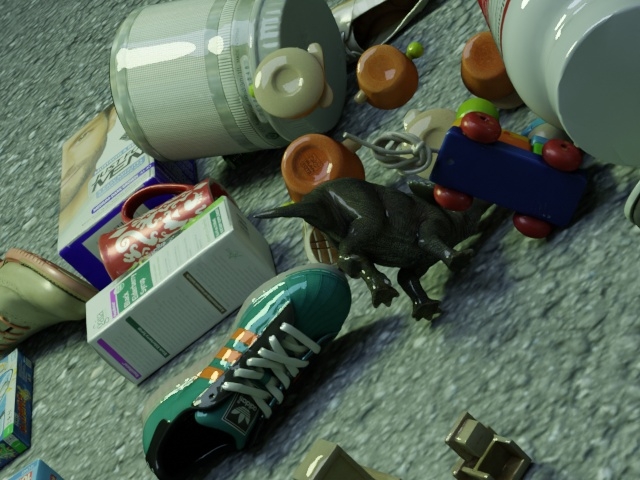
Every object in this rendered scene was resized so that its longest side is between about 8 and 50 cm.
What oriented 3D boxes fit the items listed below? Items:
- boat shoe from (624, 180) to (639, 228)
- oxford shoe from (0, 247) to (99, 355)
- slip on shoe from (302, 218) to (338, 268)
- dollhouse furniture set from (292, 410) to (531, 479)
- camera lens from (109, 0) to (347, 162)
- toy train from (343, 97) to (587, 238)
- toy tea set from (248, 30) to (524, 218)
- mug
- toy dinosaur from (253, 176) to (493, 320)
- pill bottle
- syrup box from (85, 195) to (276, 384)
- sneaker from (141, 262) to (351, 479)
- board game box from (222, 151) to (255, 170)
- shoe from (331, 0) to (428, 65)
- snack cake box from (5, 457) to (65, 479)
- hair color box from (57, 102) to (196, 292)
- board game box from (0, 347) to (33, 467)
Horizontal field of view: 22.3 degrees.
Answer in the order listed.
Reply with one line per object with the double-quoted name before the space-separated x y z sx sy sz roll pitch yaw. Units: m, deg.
"boat shoe" 0.383 -0.072 1.481 0.228 0.081 0.068 -38 56 14
"oxford shoe" -0.425 0.104 2.282 0.397 0.140 0.146 -7 53 61
"slip on shoe" 0.000 0.000 1.940 0.135 0.051 0.041 -104 24 -51
"dollhouse furniture set" 0.065 0.191 1.422 0.161 0.182 0.101 -53 29 -18
"camera lens" -0.129 -0.225 2.183 0.274 0.219 0.219 -6 43 27
"toy train" 0.153 -0.106 1.691 0.143 0.248 0.105 -73 2 -59
"toy tea set" 0.089 -0.139 1.914 0.336 0.124 0.200 -7 78 10
"mug" -0.198 -0.017 2.125 0.169 0.150 0.113 -31 -10 15
"toy dinosaur" 0.061 -0.010 1.703 0.160 0.313 0.121 -114 32 -44
"pill bottle" 0.289 -0.250 1.698 0.229 0.229 0.407 -35 29 15
"syrup box" -0.177 0.063 2.024 0.237 0.096 0.093 -37 28 11
"sneaker" -0.074 0.155 1.756 0.302 0.108 0.121 -44 27 16
"board game box" -0.114 -0.196 2.382 0.136 0.030 0.259 -44 27 4
"shoe" 0.062 -0.300 2.241 0.219 0.076 0.058 -35 23 12
"snack cake box" -0.396 0.387 1.866 0.264 0.089 0.152 -34 28 18
"hair color box" -0.283 -0.088 2.371 0.185 0.110 0.339 -38 26 13
"board game box" -0.452 0.248 2.196 0.136 0.035 0.201 -37 28 12
